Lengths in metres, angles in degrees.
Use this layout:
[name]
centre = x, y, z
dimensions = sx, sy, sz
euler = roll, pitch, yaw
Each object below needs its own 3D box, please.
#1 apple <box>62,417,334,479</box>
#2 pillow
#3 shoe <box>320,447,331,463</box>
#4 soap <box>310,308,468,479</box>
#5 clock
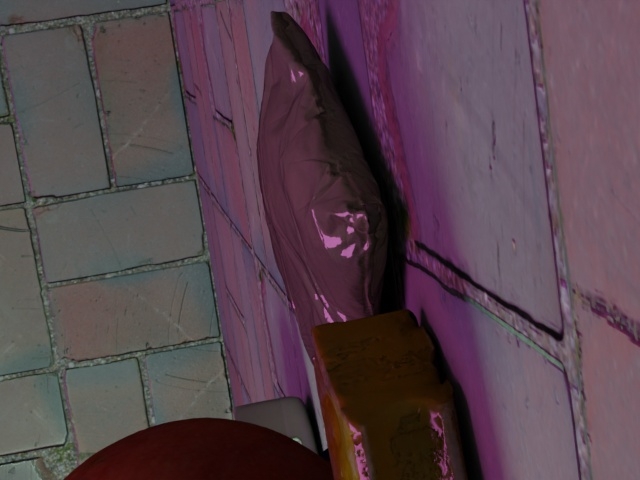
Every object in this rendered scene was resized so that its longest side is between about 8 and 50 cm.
[apple]
centre = -0.081, 0.322, 1.151
dimensions = 0.364, 0.363, 0.364
euler = 170, 90, -82
[pillow]
centre = 0.000, -0.002, 1.168
dimensions = 0.274, 0.076, 0.281
euler = -110, 13, -46
[shoe]
centre = 0.004, 0.252, 1.354
dimensions = 0.207, 0.106, 0.092
euler = 107, 152, -61
[soap]
centre = 0.055, 0.174, 0.961
dimensions = 0.160, 0.080, 0.258
euler = 113, 146, -76
[clock]
centre = -0.050, 0.362, 1.869
dimensions = 0.324, 0.108, 0.265
euler = 99, 159, -69
